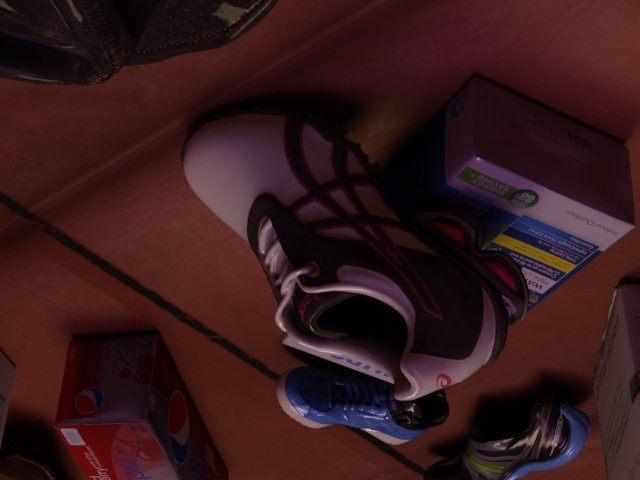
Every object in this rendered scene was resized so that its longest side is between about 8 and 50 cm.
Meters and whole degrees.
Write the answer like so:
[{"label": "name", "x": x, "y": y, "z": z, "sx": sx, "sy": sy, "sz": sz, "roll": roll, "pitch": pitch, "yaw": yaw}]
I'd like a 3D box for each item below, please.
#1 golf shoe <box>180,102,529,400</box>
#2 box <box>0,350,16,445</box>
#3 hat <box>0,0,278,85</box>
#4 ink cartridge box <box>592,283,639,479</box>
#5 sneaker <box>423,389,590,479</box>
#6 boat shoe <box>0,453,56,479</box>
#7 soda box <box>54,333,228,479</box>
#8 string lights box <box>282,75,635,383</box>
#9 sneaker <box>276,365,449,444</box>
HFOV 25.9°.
[{"label": "golf shoe", "x": 0.000, "y": 0.000, "z": 0.902, "sx": 0.273, "sy": 0.120, "sz": 0.105, "roll": 31, "pitch": 132, "yaw": 24}, {"label": "box", "x": -0.353, "y": 0.102, "z": 1.150, "sx": 0.114, "sy": 0.103, "sz": 0.203, "roll": -7, "pitch": 141, "yaw": 13}, {"label": "hat", "x": -0.154, "y": -0.162, "z": 0.690, "sx": 0.331, "sy": 0.134, "sz": 0.331, "roll": 0, "pitch": 142, "yaw": 0}, {"label": "ink cartridge box", "x": 0.280, "y": 0.163, "z": 1.086, "sx": 0.092, "sy": 0.219, "sz": 0.160, "roll": -1, "pitch": 143, "yaw": 0}, {"label": "sneaker", "x": 0.159, "y": 0.183, "z": 1.259, "sx": 0.078, "sy": 0.067, "sz": 0.188, "roll": 42, "pitch": 133, "yaw": -12}, {"label": "boat shoe", "x": -0.294, "y": 0.296, "z": 1.405, "sx": 0.116, "sy": 0.097, "sz": 0.324, "roll": 28, "pitch": 143, "yaw": 13}, {"label": "soda box", "x": -0.155, "y": 0.193, "z": 1.261, "sx": 0.083, "sy": 0.092, "sz": 0.263, "roll": -4, "pitch": 141, "yaw": 9}, {"label": "string lights box", "x": 0.092, "y": 0.006, "z": 1.010, "sx": 0.133, "sy": 0.077, "sz": 0.260, "roll": 21, "pitch": 139, "yaw": -21}, {"label": "sneaker", "x": 0.042, "y": 0.133, "z": 1.192, "sx": 0.152, "sy": 0.058, "sz": 0.084, "roll": 23, "pitch": 144, "yaw": -30}]
